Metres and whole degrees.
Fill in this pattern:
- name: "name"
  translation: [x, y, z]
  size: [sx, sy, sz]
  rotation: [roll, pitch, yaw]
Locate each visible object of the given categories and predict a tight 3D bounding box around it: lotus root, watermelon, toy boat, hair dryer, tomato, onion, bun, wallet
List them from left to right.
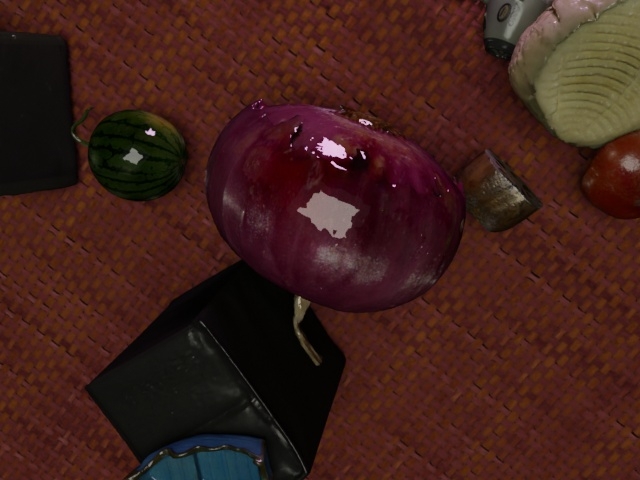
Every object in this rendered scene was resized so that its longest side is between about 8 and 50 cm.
- name: "wallet"
  translation: [-0.459, -0.195, 1.150]
  size: [0.052, 0.168, 0.245]
  rotation: [10, 104, 38]
- name: "watermelon"
  translation: [-0.298, -0.137, 1.150]
  size: [0.187, 0.141, 0.140]
  rotation: [16, 102, 15]
- name: "toy boat"
  translation: [-0.148, 0.283, 0.899]
  size: [0.185, 0.077, 0.075]
  rotation: [-3, 106, 14]
- name: "onion"
  translation: [0.003, -0.036, 1.018]
  size: [0.358, 0.358, 0.345]
  rotation: [40, 89, -2]
- name: "hair dryer"
  translation: [0.238, -0.418, 1.074]
  size: [0.267, 0.092, 0.229]
  rotation: [38, 95, 8]
- name: "lotus root"
  translation: [0.264, -0.073, 1.114]
  size: [0.122, 0.112, 0.081]
  rotation: [44, 118, -1]
- name: "bun"
  translation: [0.383, -0.259, 1.018]
  size: [0.259, 0.152, 0.259]
  rotation: [-7, 133, -8]
- name: "tomato"
  translation: [0.456, -0.084, 1.066]
  size: [0.156, 0.069, 0.155]
  rotation: [-7, 138, -6]

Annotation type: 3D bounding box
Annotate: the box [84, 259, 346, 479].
- name: "box"
  translation: [-0.130, 0.194, 1.091]
  size: [0.204, 0.345, 0.251]
  rotation: [-32, 97, 17]
